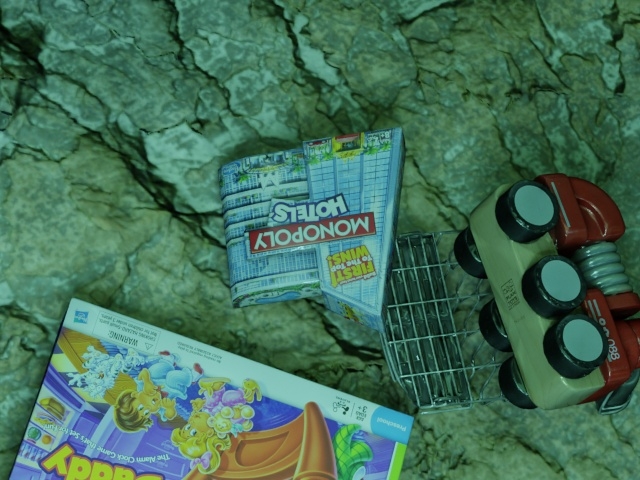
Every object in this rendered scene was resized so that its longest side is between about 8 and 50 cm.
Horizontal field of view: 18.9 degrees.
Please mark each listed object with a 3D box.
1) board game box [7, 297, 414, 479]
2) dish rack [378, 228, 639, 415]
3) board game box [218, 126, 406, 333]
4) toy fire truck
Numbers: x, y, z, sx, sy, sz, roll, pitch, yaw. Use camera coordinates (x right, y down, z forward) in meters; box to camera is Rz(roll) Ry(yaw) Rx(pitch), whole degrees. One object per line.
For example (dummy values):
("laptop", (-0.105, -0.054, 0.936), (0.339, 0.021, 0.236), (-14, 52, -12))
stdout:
("board game box", (-0.109, 0.224, 1.789), (0.347, 0.078, 0.233), (20, 64, -8))
("dish rack", (0.184, 0.079, 1.943), (0.271, 0.074, 0.208), (-5, 68, -16))
("board game box", (0.000, 0.000, 1.891), (0.194, 0.060, 0.194), (-9, 68, 4))
("toy fire truck", (0.290, 0.035, 1.878), (0.246, 0.158, 0.217), (-7, 68, -29))
